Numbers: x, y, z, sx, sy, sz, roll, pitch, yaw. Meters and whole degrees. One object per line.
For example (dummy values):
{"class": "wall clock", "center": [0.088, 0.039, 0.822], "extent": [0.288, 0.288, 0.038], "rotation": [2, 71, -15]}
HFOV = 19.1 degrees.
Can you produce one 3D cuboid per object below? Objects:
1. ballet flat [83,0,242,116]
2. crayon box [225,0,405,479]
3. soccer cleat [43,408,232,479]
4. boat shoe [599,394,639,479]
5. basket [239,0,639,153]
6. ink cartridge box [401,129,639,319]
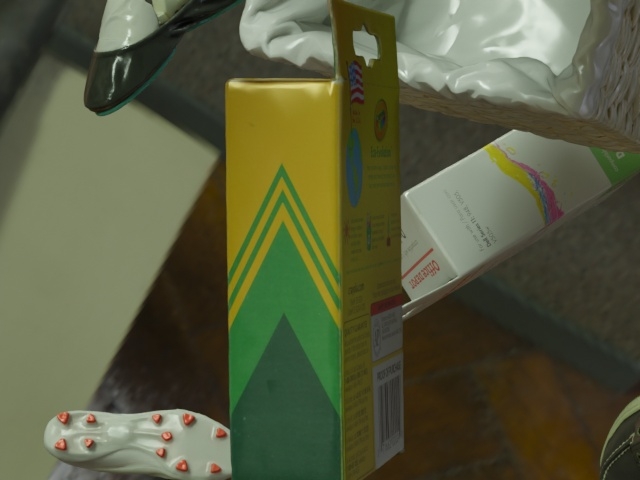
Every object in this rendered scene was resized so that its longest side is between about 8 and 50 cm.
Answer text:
{"class": "ballet flat", "center": [-0.187, -0.254, 2.138], "extent": [0.280, 0.095, 0.096], "rotation": [-47, 121, -35]}
{"class": "crayon box", "center": [0.000, 0.000, 1.293], "extent": [0.081, 0.202, 0.319], "rotation": [0, 92, 14]}
{"class": "soccer cleat", "center": [-0.168, 0.197, 1.830], "extent": [0.196, 0.076, 0.068], "rotation": [6, 70, 5]}
{"class": "boat shoe", "center": [0.255, 0.145, 1.315], "extent": [0.080, 0.223, 0.073], "rotation": [41, 53, -4]}
{"class": "basket", "center": [0.154, -0.265, 1.648], "extent": [0.331, 0.266, 0.328], "rotation": [14, 87, 25]}
{"class": "ink cartridge box", "center": [0.188, -0.034, 2.185], "extent": [0.353, 0.207, 0.119], "rotation": [-30, 84, -16]}
